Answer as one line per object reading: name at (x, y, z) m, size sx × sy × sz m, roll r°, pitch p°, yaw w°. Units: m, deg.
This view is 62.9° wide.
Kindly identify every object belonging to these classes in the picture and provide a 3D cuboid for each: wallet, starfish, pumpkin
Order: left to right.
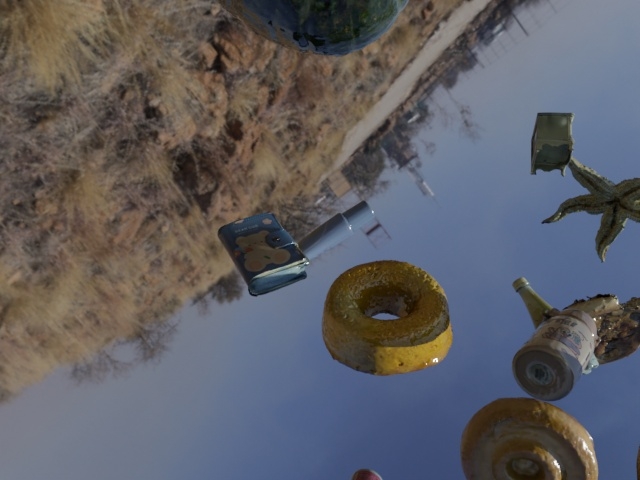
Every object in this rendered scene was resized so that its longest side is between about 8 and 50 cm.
wallet at (-0.120, 0.025, 1.103) m, size 0.141 × 0.059 × 0.202 m, roll -20°, pitch -139°, yaw -19°
pumpkin at (0.004, -0.398, 0.610) m, size 0.257 × 0.291 × 0.328 m, roll -71°, pitch -177°, yaw -82°
starfish at (0.719, -0.075, 1.258) m, size 0.078 × 0.358 × 0.347 m, roll -43°, pitch 148°, yaw -28°

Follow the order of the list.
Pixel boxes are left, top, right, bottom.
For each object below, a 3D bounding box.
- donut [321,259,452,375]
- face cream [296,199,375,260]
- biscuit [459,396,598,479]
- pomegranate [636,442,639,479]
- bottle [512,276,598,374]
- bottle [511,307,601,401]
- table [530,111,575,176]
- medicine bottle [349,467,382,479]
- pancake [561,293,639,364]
donut at (0.135, 0.147, 1.069) m, size 0.277 × 0.277 × 0.108 m, roll -42°, pitch 144°, yaw -33°
face cream at (0.000, 0.000, 1.690) m, size 0.385 × 0.086 × 0.135 m, roll -33°, pitch -160°, yaw -1°
biscuit at (0.463, 0.497, 1.176) m, size 0.296 × 0.296 × 0.102 m, roll -35°, pitch -178°, yaw 23°
pomegranate at (0.587, 0.320, 0.642) m, size 0.342 × 0.342 × 0.342 m, roll -37°, pitch -174°, yaw 5°
bottle at (0.560, 0.204, 1.275) m, size 0.083 × 0.270 × 0.083 m, roll -20°, pitch 149°, yaw -13°
bottle at (0.406, 0.180, 0.899) m, size 0.209 × 0.110 × 0.097 m, roll -23°, pitch 143°, yaw -48°
table at (0.409, -0.168, 0.922) m, size 0.079 × 0.062 × 0.083 m, roll 69°, pitch 31°, yaw -57°
medicine bottle at (0.091, 0.654, 1.261) m, size 0.090 × 0.090 × 0.216 m, roll -35°, pitch -178°, yaw 23°
pancake at (0.859, 0.284, 1.629) m, size 0.382 × 0.382 × 0.071 m, roll -35°, pitch -140°, yaw 27°
